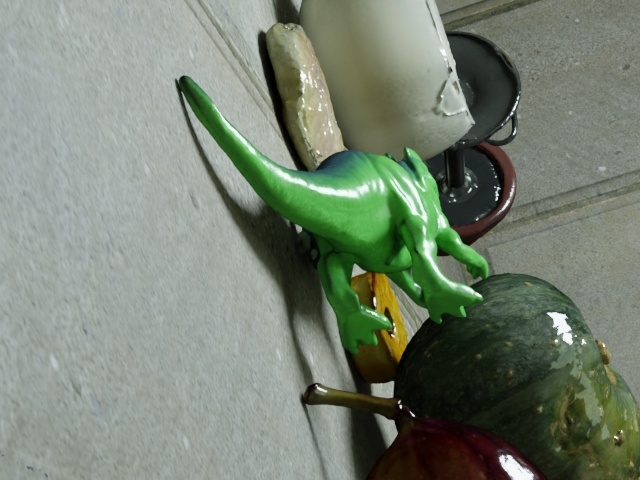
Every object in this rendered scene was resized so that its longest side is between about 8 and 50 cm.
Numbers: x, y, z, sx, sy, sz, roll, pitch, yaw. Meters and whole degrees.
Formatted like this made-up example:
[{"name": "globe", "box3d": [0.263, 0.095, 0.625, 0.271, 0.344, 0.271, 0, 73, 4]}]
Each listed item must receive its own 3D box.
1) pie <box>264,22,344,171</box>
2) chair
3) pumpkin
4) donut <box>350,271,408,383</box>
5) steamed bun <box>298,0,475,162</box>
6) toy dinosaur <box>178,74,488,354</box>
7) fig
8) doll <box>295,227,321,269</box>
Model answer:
[{"name": "pie", "box3d": [-0.016, -0.165, 1.738, 0.185, 0.052, 0.218, -92, 164, -63]}, {"name": "chair", "box3d": [0.223, -0.151, 2.366, 0.401, 0.227, 0.226, 79, -1, -62]}, {"name": "pumpkin", "box3d": [0.231, 0.210, 1.599, 0.327, 0.257, 0.291, 56, 9, -4]}, {"name": "donut", "box3d": [0.064, 0.106, 1.695, 0.152, 0.058, 0.151, -17, 90, -80]}, {"name": "steamed bun", "box3d": [0.083, -0.256, 1.993, 0.324, 0.206, 0.324, -20, 90, -82]}, {"name": "toy dinosaur", "box3d": [0.029, -0.092, 1.464, 0.500, 0.144, 0.374, 51, 22, -33]}, {"name": "fig", "box3d": [0.116, 0.238, 1.324, 0.186, 0.204, 0.249, 24, 44, -57]}, {"name": "doll", "box3d": [0.000, 0.000, 1.551, 0.083, 0.051, 0.076, 65, 16, -48]}]
